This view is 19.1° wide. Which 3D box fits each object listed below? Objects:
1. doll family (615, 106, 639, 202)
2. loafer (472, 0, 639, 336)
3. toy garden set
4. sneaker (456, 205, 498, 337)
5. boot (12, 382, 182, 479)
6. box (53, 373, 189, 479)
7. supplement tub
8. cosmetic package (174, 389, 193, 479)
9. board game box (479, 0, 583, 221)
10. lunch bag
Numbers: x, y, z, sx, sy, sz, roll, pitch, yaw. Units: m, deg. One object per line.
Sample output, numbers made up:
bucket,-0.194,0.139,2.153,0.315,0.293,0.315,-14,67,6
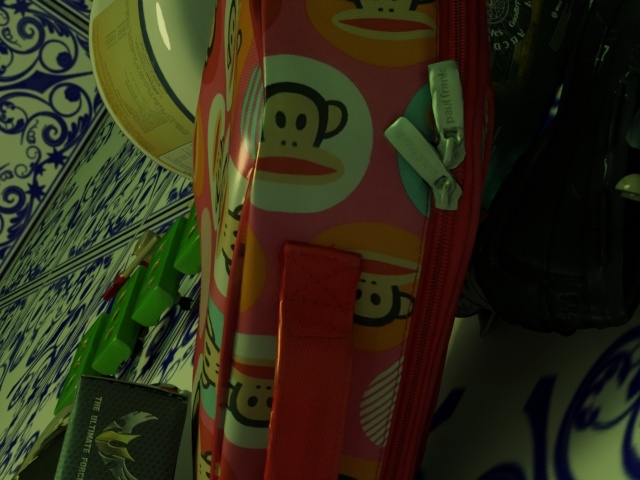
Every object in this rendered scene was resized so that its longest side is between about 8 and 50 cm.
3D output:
doll family,0.164,-0.062,0.692,0.193,0.076,0.111,14,91,58
loafer,0.142,-0.055,0.825,0.078,0.076,0.223,10,61,35
toy garden set,-0.133,0.028,1.671,0.244,0.049,0.204,-49,16,32
sneaker,0.084,0.017,0.905,0.067,0.042,0.118,-51,6,6
boot,-0.181,0.203,1.328,0.236,0.085,0.178,-61,16,-24
box,-0.116,0.206,0.899,0.183,0.059,0.233,105,175,-60
supplement tub,-0.045,-0.157,1.389,0.228,0.228,0.316,-58,13,-11
cosmetic package,-0.116,0.210,1.078,0.117,0.085,0.231,-33,24,59
board game box,0.077,-0.112,1.062,0.026,0.126,0.186,-36,23,57
lunch bag,0.000,0.000,0.831,0.258,0.120,0.293,-89,6,-46
